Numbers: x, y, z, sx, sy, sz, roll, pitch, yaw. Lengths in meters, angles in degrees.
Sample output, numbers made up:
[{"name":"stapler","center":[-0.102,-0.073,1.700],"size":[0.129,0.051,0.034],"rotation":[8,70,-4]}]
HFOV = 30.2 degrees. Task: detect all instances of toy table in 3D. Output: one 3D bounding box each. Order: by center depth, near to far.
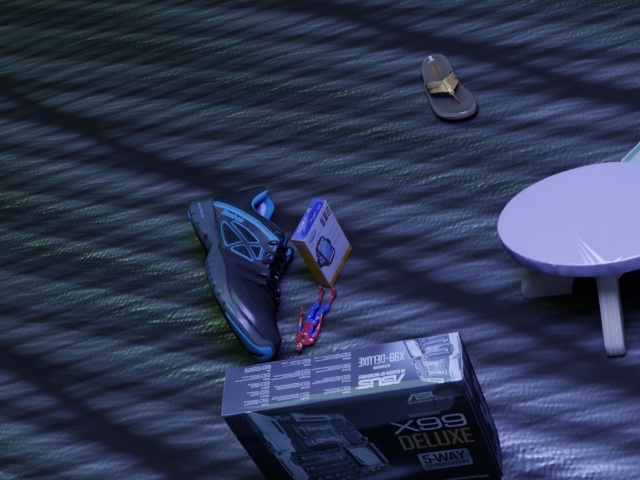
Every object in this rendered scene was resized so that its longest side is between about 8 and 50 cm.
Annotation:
[{"name":"toy table","center":[0.395,0.012,1.624],"size":[0.274,0.161,0.252],"rotation":[2,53,25]}]

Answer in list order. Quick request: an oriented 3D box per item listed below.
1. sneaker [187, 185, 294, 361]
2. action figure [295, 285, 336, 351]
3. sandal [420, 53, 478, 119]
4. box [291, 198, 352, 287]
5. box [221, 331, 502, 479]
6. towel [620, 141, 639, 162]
[{"name":"sneaker","center":[-0.107,0.037,1.839],"size":[0.140,0.125,0.341],"rotation":[-21,49,-2]},{"name":"action figure","center":[-0.012,0.120,1.794],"size":[0.038,0.030,0.115],"rotation":[11,59,24]},{"name":"sandal","center":[0.211,-0.267,2.014],"size":[0.072,0.049,0.180],"rotation":[-22,47,4]},{"name":"box","center":[0.000,0.000,1.814],"size":[0.028,0.136,0.081],"rotation":[6,54,34]},{"name":"box","center":[0.059,0.235,1.518],"size":[0.307,0.242,0.076],"rotation":[-10,48,14]},{"name":"towel","center":[0.538,-0.121,1.761],"size":[0.113,0.023,0.152],"rotation":[-44,42,-13]}]
